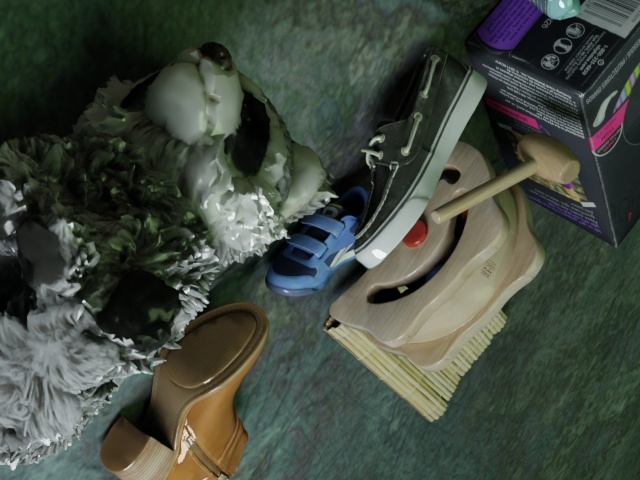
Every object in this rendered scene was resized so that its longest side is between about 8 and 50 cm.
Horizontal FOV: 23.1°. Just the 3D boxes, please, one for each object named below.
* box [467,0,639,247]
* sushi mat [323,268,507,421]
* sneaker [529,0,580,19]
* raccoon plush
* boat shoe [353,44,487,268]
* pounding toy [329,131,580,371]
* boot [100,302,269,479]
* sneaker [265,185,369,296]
[{"bbox_3d":[0.274,-0.147,1.584,0.165,0.143,0.270,-49,147,-14],"label":"box"},{"bbox_3d":[0.110,0.088,1.669,0.151,0.019,0.316,-56,147,-7],"label":"sushi mat"},{"bbox_3d":[0.288,-0.307,1.407,0.283,0.122,0.110,-39,161,17],"label":"sneaker"},{"bbox_3d":[-0.193,0.040,1.144,0.446,0.216,0.299,-43,173,32],"label":"raccoon plush"},{"bbox_3d":[0.073,-0.077,1.416,0.219,0.070,0.078,-62,-167,-23],"label":"boat shoe"},{"bbox_3d":[0.106,-0.018,1.470,0.269,0.154,0.155,-47,133,9],"label":"pounding toy"},{"bbox_3d":[-0.095,0.151,1.396,0.197,0.073,0.152,-46,146,1],"label":"boot"},{"bbox_3d":[0.000,0.000,1.420,0.144,0.053,0.059,-39,142,-40],"label":"sneaker"}]
